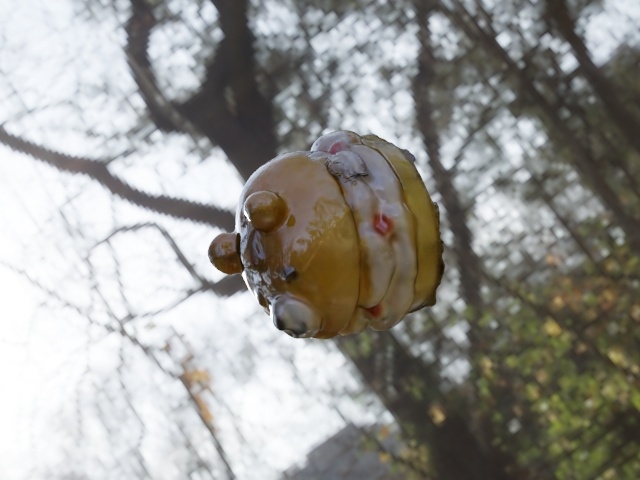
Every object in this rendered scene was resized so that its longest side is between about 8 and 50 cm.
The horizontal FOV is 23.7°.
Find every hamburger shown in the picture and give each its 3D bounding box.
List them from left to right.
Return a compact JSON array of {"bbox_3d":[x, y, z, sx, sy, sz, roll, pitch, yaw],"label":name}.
[{"bbox_3d":[0.000,0.000,1.940,0.237,0.276,0.276,-12,-25,-28],"label":"hamburger"}]
